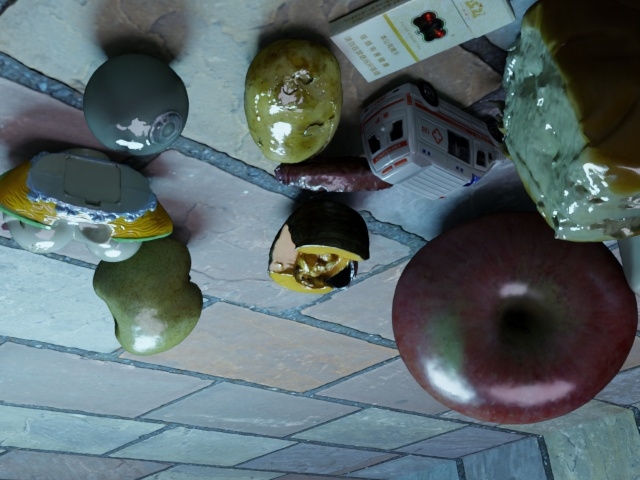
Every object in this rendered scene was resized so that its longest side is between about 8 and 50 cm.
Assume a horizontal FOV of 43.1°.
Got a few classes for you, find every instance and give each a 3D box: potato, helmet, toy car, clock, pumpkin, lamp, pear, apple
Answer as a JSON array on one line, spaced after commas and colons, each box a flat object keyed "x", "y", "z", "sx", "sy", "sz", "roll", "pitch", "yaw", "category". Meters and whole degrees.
[{"x": -0.029, "y": -0.145, "z": 0.864, "sx": 0.107, "sy": 0.079, "sz": 0.170, "roll": 9, "pitch": 152, "yaw": -6, "category": "potato"}, {"x": 0.032, "y": 0.032, "z": 1.257, "sx": 0.065, "sy": 0.049, "sz": 0.084, "roll": 21, "pitch": 130, "yaw": 18, "category": "helmet"}, {"x": 0.144, "y": -0.102, "z": 0.959, "sx": 0.210, "sy": 0.108, "sz": 0.089, "roll": 18, "pitch": 144, "yaw": -41, "category": "toy car"}, {"x": -0.289, "y": -0.036, "z": 0.985, "sx": 0.231, "sy": 0.103, "sz": 0.144, "roll": 11, "pitch": 149, "yaw": -28, "category": "clock"}, {"x": 0.000, "y": 0.000, "z": 1.124, "sx": 0.119, "sy": 0.107, "sz": 0.183, "roll": 13, "pitch": 155, "yaw": -22, "category": "pumpkin"}, {"x": -0.184, "y": -0.135, "z": 0.813, "sx": 0.105, "sy": 0.105, "sz": 0.105, "roll": -6, "pitch": 153, "yaw": -3, "category": "lamp"}, {"x": -0.241, "y": 0.076, "z": 1.148, "sx": 0.137, "sy": 0.167, "sz": 0.167, "roll": -27, "pitch": 161, "yaw": -24, "category": "pear"}, {"x": 0.280, "y": 0.113, "z": 1.205, "sx": 0.345, "sy": 0.344, "sz": 0.269, "roll": -11, "pitch": 174, "yaw": 6, "category": "apple"}]

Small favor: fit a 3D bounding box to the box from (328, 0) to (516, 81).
[{"x": 0.102, "y": -0.219, "z": 0.811, "sx": 0.167, "sy": 0.024, "sz": 0.090, "roll": -19, "pitch": 151, "yaw": 23, "category": "box"}]

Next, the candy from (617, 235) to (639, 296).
[{"x": 0.501, "y": -0.080, "z": 0.986, "sx": 0.145, "sy": 0.208, "sz": 0.358, "roll": 1, "pitch": 152, "yaw": -14, "category": "candy"}]

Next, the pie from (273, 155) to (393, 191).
[{"x": 0.018, "y": -0.080, "z": 0.971, "sx": 0.155, "sy": 0.036, "sz": 0.154, "roll": 2, "pitch": -169, "yaw": 0, "category": "pie"}]

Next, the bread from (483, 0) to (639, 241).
[{"x": 0.322, "y": -0.130, "z": 0.791, "sx": 0.250, "sy": 0.279, "sz": 0.224, "roll": -5, "pitch": 139, "yaw": -6, "category": "bread"}]
